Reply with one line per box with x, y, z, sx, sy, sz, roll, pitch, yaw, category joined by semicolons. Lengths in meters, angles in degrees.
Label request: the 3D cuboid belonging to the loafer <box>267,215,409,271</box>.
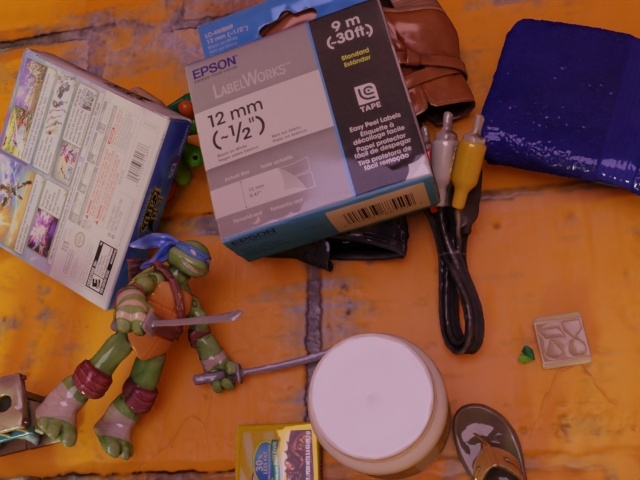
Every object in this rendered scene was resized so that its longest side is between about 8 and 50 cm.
0.000;0.000;0.970;0.224;0.076;0.078;-5;61;6;loafer

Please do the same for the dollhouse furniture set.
-0.378;0.273;0.920;0.129;0.129;0.183;-15;67;6;dollhouse furniture set

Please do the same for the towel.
0.366;-0.160;0.962;0.309;0.076;0.227;16;67;17;towel

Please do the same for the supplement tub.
0.066;0.180;0.826;0.145;0.199;0.144;-4;70;10;supplement tub

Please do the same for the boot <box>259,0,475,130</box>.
0.053;-0.225;1.038;0.284;0.109;0.220;-18;72;-3;boot

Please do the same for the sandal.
0.196;0.268;0.850;0.072;0.049;0.180;-13;69;7;sandal

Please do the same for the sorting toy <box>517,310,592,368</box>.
0.273;0.120;0.907;0.083;0.012;0.061;-9;74;4;sorting toy

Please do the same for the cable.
0.146;-0.009;0.934;0.072;0.139;0.287;9;84;-30;cable

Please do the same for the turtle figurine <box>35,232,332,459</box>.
-0.181;0.144;0.887;0.275;0.198;0.266;37;92;11;turtle figurine

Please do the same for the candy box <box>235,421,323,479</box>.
-0.049;0.319;0.894;0.105;0.027;0.205;-6;69;13;candy box

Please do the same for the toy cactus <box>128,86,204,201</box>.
-0.226;-0.158;1.069;0.219;0.112;0.180;-48;58;4;toy cactus

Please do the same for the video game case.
-0.320;-0.082;1.014;0.244;0.061;0.269;27;105;18;video game case

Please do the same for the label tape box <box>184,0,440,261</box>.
-0.025;-0.177;0.926;0.249;0.115;0.347;-17;74;10;label tape box
